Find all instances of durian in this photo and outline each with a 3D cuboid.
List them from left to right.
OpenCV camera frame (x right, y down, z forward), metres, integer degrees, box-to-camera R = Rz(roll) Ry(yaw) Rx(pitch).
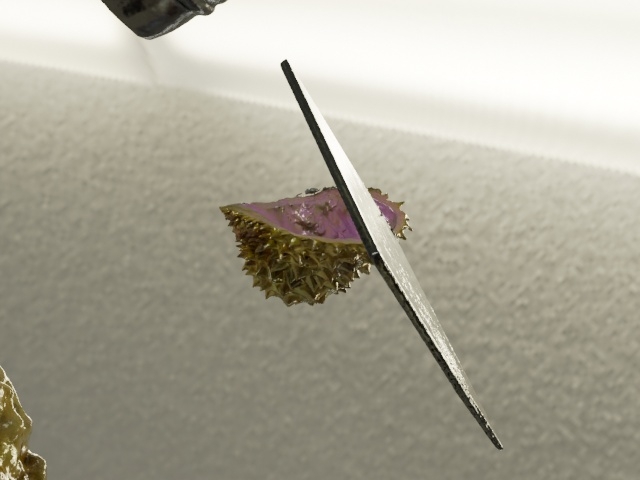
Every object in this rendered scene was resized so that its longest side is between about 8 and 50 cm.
[{"bbox_3d":[-0.001,0.000,1.811,0.165,0.182,0.132,-19,-106,30],"label":"durian"}]

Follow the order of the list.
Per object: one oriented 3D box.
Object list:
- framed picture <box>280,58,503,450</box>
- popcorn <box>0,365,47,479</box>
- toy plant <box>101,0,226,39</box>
[{"bbox_3d":[0.056,0.006,1.393,0.244,0.013,0.324,57,6,-36],"label":"framed picture"},{"bbox_3d":[-0.386,0.205,1.573,0.332,0.225,0.265,96,-13,-64],"label":"popcorn"},{"bbox_3d":[-0.161,-0.360,1.885,0.218,0.235,0.175,52,11,29],"label":"toy plant"}]
